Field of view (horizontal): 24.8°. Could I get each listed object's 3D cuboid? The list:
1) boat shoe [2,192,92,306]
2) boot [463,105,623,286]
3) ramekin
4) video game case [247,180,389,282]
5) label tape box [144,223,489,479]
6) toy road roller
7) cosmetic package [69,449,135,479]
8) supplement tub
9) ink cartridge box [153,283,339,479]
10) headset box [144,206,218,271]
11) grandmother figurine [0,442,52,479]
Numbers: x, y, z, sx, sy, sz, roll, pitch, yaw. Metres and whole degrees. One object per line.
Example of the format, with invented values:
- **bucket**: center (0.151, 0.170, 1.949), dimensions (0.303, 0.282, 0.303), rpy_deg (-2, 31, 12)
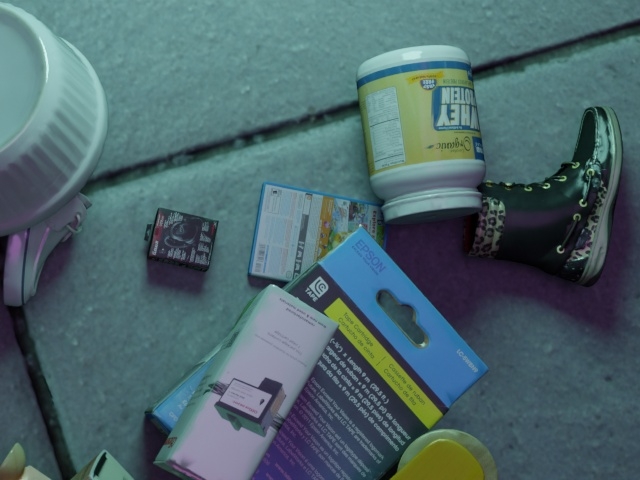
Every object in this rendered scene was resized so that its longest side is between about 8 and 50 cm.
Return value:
- **boat shoe**: center (-0.311, -0.044, 1.705), dimensions (0.084, 0.095, 0.258), rpy_deg (13, 81, -6)
- **boot**: center (0.282, -0.070, 1.846), dimensions (0.178, 0.085, 0.236), rpy_deg (10, 81, -9)
- **ramekin**: center (-0.387, -0.146, 1.635), dimensions (0.272, 0.127, 0.273), rpy_deg (-4, 68, 9)
- **video game case**: center (0.000, 0.000, 1.809), dimensions (0.166, 0.015, 0.119), rpy_deg (11, 79, -11)
- **label tape box**: center (-0.004, 0.182, 1.735), dimensions (0.333, 0.106, 0.241), rpy_deg (-42, 91, -14)
- **toy road roller**: center (0.114, 0.402, 1.654), dimensions (0.240, 0.202, 0.329), rpy_deg (43, 78, 14)
- **cosmetic package**: center (-0.300, 0.375, 1.534), dimensions (0.296, 0.153, 0.129), rpy_deg (-43, 95, -1)
- **supplement tub**: center (0.125, -0.127, 1.787), dimensions (0.144, 0.144, 0.200), rpy_deg (-6, 84, -13)
- **ink cartridge box**: center (-0.083, 0.169, 1.585), dimensions (0.092, 0.160, 0.219), rpy_deg (31, 78, -5)
- **headset box**: center (-0.171, -0.002, 1.762), dimensions (0.083, 0.032, 0.062), rpy_deg (12, 79, -10)
- **grandmother figurine**: center (-0.244, 0.386, 1.660), dimensions (0.342, 0.104, 0.208), rpy_deg (33, 85, -4)
